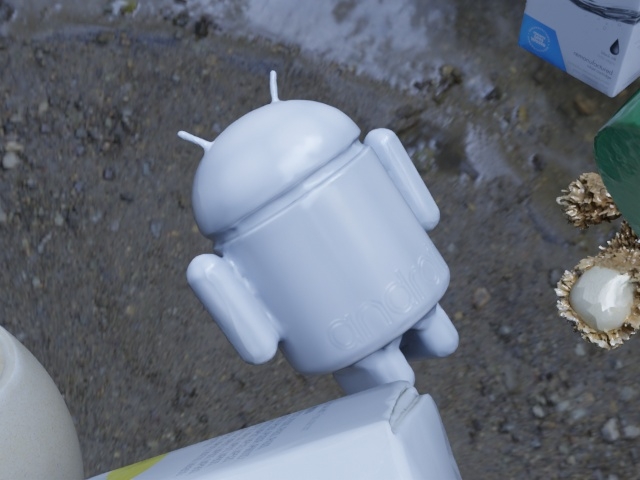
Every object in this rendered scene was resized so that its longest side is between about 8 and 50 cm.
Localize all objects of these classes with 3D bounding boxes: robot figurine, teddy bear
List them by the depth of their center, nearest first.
[{"bbox_3d":[0.355,0.008,1.073,0.245,0.113,0.338,1,39,15],"label":"teddy bear"},{"bbox_3d":[0.000,0.000,1.155,0.300,0.200,0.353,-39,99,-31],"label":"robot figurine"}]

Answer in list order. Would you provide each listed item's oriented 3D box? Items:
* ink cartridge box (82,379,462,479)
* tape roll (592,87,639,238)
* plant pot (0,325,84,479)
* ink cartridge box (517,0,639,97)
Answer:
[{"bbox_3d":[-0.089,0.261,0.547,0.385,0.160,0.279,-20,87,8],"label":"ink cartridge box"},{"bbox_3d":[0.258,0.038,0.459,0.321,0.321,0.077,45,92,3],"label":"tape roll"},{"bbox_3d":[-0.336,0.169,0.938,0.284,0.191,0.284,11,35,-8],"label":"plant pot"},{"bbox_3d":[0.232,-0.221,0.893,0.104,0.180,0.060,36,55,27],"label":"ink cartridge box"}]
